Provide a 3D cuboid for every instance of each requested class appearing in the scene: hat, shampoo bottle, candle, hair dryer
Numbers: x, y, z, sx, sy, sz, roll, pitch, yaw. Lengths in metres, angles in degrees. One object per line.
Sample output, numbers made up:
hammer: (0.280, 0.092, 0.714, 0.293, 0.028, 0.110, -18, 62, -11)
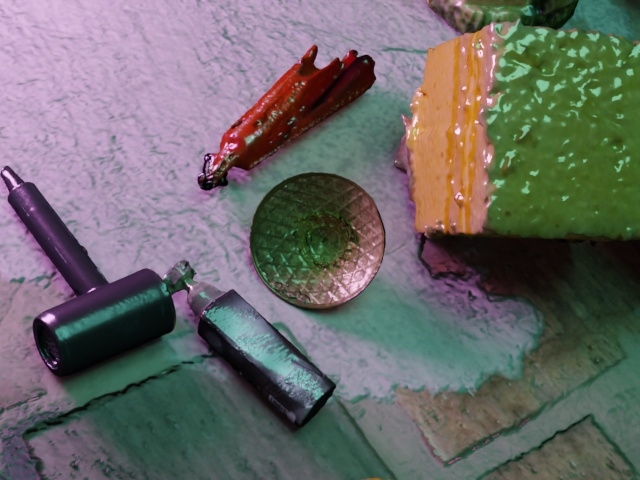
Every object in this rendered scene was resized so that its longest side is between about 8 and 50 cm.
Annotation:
hat: (0.000, 0.000, 1.476, 0.146, 0.067, 0.146, 0, 89, 8)
shampoo bottle: (-0.079, 0.099, 1.372, 0.207, 0.057, 0.063, 41, 59, 15)
candle: (-0.041, -0.139, 1.562, 0.084, 0.059, 0.302, 31, 50, 17)
hair dryer: (-0.266, 0.021, 1.369, 0.128, 0.070, 0.255, -26, 59, -32)

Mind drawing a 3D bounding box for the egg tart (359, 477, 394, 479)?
egg tart: (0.057, 0.286, 1.283, 0.130, 0.052, 0.130, 11, 51, -14)

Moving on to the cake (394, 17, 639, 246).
cake: (0.224, -0.104, 1.515, 0.227, 0.286, 0.222, 4, 88, -17)

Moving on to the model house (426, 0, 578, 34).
model house: (0.256, -0.463, 1.782, 0.261, 0.266, 0.321, -3, 56, -17)
